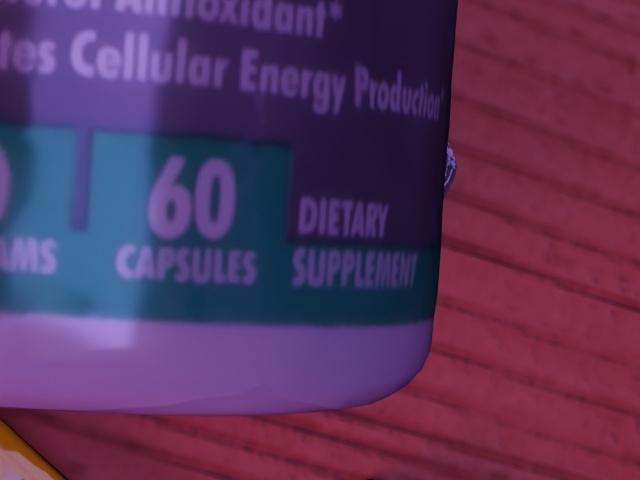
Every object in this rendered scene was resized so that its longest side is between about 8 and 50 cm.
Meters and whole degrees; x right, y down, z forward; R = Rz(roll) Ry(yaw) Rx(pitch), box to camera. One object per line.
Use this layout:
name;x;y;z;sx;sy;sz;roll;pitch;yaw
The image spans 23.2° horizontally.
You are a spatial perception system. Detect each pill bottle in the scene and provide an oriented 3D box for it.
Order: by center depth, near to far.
pill bottle;-0.059;-0.144;0.416;0.204;0.204;0.361;3;91;-15

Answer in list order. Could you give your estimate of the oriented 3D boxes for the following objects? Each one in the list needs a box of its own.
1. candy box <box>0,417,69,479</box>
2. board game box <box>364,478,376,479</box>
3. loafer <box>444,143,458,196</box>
candy box;-0.175;0.133;0.504;0.105;0.027;0.206;44;77;-5
board game box;0.010;0.204;0.544;0.136;0.035;0.201;41;78;-9
loafer;0.000;0.000;0.550;0.125;0.039;0.045;-33;95;-14
